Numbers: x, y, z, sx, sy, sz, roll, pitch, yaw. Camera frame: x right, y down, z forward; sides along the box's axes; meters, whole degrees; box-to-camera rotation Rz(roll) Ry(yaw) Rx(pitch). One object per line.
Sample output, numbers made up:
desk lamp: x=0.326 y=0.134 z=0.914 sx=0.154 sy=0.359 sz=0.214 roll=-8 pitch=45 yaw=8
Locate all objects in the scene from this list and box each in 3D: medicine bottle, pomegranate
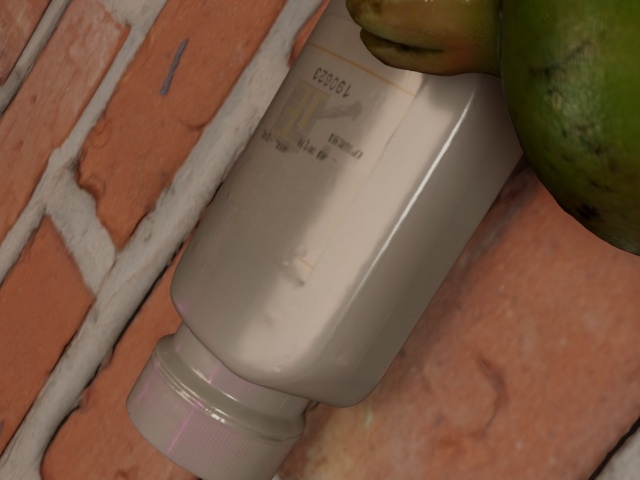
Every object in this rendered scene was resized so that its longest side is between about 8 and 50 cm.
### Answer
medicine bottle: x=0.000 y=0.000 z=0.537 sx=0.161 sy=0.111 sz=0.296 roll=37 pitch=98 yaw=48
pomegranate: x=0.133 y=-0.072 z=0.360 sx=0.190 sy=0.241 sz=0.159 roll=-93 pitch=2 yaw=-65
